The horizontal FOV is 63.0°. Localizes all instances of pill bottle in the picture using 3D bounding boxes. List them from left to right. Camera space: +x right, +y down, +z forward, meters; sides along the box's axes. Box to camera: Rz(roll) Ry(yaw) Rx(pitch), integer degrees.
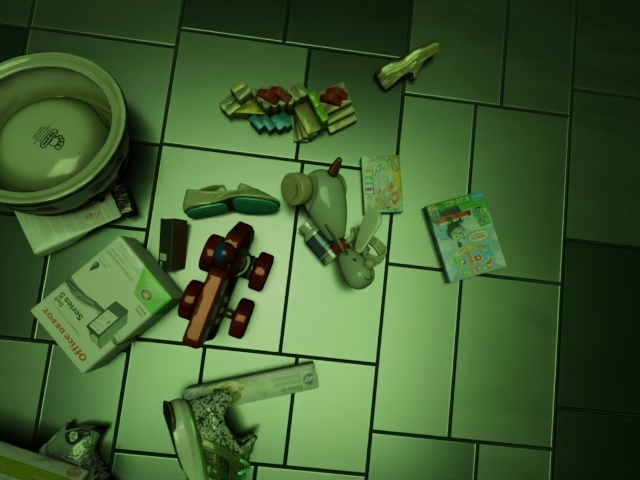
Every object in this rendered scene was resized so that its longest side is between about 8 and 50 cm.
[{"bbox_3d":[0.000,0.000,1.336,0.067,0.067,0.120,-41,87,-7],"label":"pill bottle"}]

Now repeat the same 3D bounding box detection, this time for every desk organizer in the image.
[{"bbox_3d":[-0.372,0.010,1.318,0.047,0.050,0.130,10,99,30],"label":"desk organizer"}]

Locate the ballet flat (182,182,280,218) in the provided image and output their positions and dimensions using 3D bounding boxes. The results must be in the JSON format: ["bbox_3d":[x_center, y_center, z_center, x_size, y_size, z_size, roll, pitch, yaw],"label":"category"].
[{"bbox_3d":[-0.227,-0.110,1.334,0.249,0.086,0.086,-4,83,-3],"label":"ballet flat"}]

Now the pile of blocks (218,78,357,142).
[{"bbox_3d":[-0.081,-0.340,1.350,0.363,0.112,0.148,-2,83,-4],"label":"pile of blocks"}]

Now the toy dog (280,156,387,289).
[{"bbox_3d":[0.057,-0.064,1.259,0.333,0.161,0.220,47,43,2],"label":"toy dog"}]

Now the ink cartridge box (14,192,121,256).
[{"bbox_3d":[-0.641,-0.087,1.318,0.225,0.056,0.180,-26,85,-14],"label":"ink cartridge box"}]

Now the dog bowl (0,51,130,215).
[{"bbox_3d":[-0.647,-0.239,1.247,0.409,0.150,0.407,1,69,-2],"label":"dog bowl"}]

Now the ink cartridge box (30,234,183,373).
[{"bbox_3d":[-0.502,0.151,1.248,0.273,0.115,0.198,-41,87,-2],"label":"ink cartridge box"}]

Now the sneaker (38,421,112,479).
[{"bbox_3d":[-0.536,0.514,1.230,0.229,0.086,0.132,36,80,2],"label":"sneaker"}]

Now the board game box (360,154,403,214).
[{"bbox_3d":[0.162,-0.148,1.385,0.104,0.026,0.153,-3,83,-4],"label":"board game box"}]

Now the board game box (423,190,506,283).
[{"bbox_3d":[0.380,-0.010,1.377,0.160,0.039,0.211,-16,85,-6],"label":"board game box"}]

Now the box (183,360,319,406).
[{"bbox_3d":[-0.168,0.360,1.282,0.324,0.067,0.063,-10,85,-6],"label":"box"}]

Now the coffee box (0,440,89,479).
[{"bbox_3d":[-0.731,0.638,1.030,0.339,0.334,0.337,19,103,-1],"label":"coffee box"}]

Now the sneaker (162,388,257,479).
[{"bbox_3d":[-0.215,0.526,1.201,0.182,0.158,0.409,-21,101,-19],"label":"sneaker"}]

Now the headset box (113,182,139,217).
[{"bbox_3d":[-0.490,-0.097,1.318,0.032,0.062,0.083,-17,85,-5],"label":"headset box"}]

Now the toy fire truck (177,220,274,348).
[{"bbox_3d":[-0.225,0.099,1.215,0.170,0.254,0.301,21,82,-1],"label":"toy fire truck"}]

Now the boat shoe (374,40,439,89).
[{"bbox_3d":[0.244,-0.471,1.419,0.190,0.068,0.072,-28,98,3],"label":"boat shoe"}]
